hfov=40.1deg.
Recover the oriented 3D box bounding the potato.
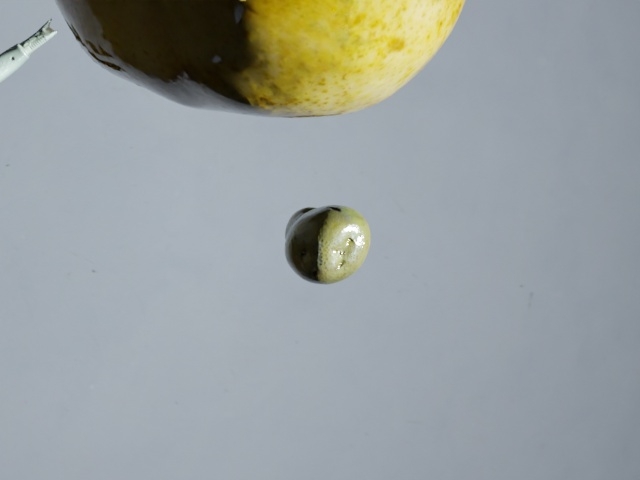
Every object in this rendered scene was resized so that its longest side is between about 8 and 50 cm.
[{"bbox_3d":[0.000,0.000,1.579,0.157,0.194,0.157,-8,107,-26],"label":"potato"}]

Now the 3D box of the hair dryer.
[{"bbox_3d":[-0.553,-0.245,1.417,0.267,0.229,0.092,-45,110,-26],"label":"hair dryer"}]

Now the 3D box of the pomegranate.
[{"bbox_3d":[-0.058,-0.287,0.757,0.417,0.417,0.416,-2,94,-25],"label":"pomegranate"}]
